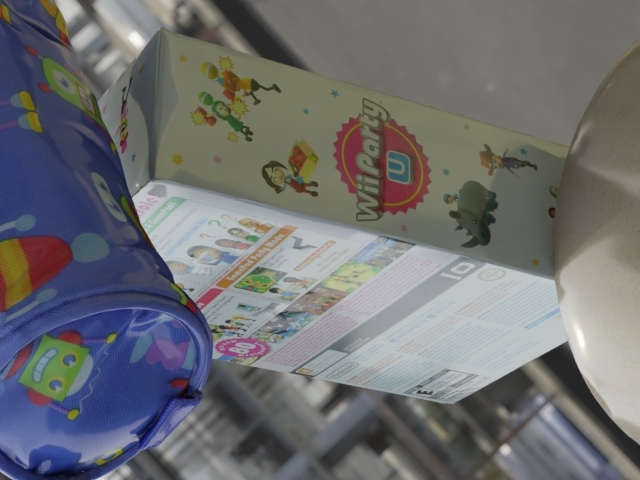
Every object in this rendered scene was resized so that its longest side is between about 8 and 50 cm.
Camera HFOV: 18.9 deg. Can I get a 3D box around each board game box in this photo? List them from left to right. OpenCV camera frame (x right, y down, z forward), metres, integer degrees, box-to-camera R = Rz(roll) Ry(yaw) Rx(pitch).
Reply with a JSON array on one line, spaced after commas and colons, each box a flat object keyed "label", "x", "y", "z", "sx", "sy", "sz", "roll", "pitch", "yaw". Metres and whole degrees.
[{"label": "board game box", "x": 0.000, "y": 0.000, "z": 1.132, "sx": 0.303, "sy": 0.097, "sz": 0.224, "roll": 13, "pitch": 153, "yaw": -25}]

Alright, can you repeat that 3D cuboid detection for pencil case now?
[{"label": "pencil case", "x": -0.145, "y": -0.015, "z": 0.946, "sx": 0.133, "sy": 0.119, "sz": 0.306, "roll": 33, "pitch": -161, "yaw": -42}]

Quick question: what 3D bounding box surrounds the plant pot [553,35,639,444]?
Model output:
[{"label": "plant pot", "x": 0.296, "y": 0.003, "z": 1.044, "sx": 0.284, "sy": 0.284, "sz": 0.191, "roll": 50, "pitch": 161, "yaw": -23}]
